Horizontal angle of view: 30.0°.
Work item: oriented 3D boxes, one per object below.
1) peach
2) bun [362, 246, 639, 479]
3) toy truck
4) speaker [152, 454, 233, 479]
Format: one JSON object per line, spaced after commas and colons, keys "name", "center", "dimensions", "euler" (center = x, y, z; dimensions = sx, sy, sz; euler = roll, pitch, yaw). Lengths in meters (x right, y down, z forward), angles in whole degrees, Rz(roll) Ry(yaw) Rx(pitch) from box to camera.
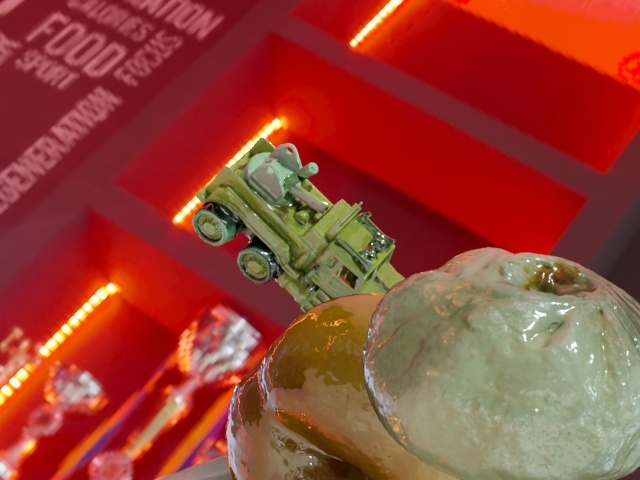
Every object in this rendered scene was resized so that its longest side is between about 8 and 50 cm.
{"name": "peach", "center": [0.044, 0.166, 0.953], "dimensions": [0.251, 0.153, 0.251], "euler": [9, -74, 33]}
{"name": "bun", "center": [0.124, 0.069, 0.752], "dimensions": [0.195, 0.195, 0.118], "euler": [21, -60, 31]}
{"name": "toy truck", "center": [0.001, 0.004, 1.275], "dimensions": [0.259, 0.128, 0.135], "euler": [48, -44, -2]}
{"name": "speaker", "center": [-0.108, 0.333, 1.172], "dimensions": [0.294, 0.294, 0.294], "euler": [29, -32, 20]}
